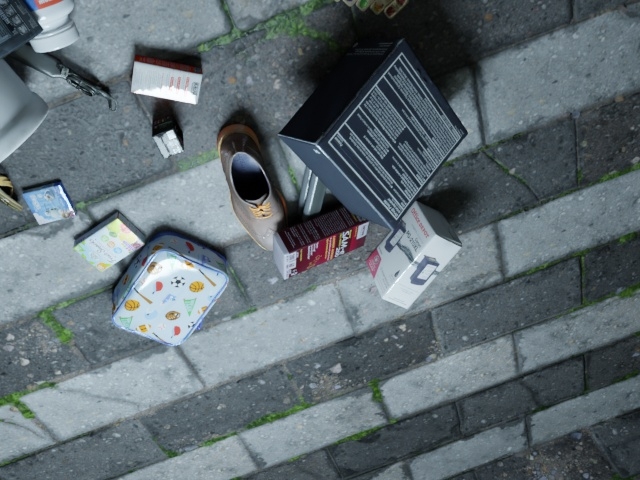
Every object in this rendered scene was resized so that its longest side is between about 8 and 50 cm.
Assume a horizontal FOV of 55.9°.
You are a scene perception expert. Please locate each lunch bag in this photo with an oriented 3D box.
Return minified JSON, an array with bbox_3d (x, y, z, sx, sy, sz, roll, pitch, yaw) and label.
[{"bbox_3d":[-0.393,0.136,1.589,0.243,0.115,0.303,26,115,-31],"label":"lunch bag"}]

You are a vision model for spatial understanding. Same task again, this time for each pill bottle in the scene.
[{"bbox_3d":[-0.530,-0.468,1.105,0.124,0.124,0.221,-16,128,-2],"label":"pill bottle"}]

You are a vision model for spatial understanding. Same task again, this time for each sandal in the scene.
[{"bbox_3d":[-0.724,-0.134,1.343,0.049,0.072,0.180,-50,131,-24],"label":"sandal"}]

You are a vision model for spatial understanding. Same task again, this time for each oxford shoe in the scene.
[{"bbox_3d":[-0.160,-0.095,1.462,0.130,0.132,0.363,-21,128,1],"label":"oxford shoe"}]

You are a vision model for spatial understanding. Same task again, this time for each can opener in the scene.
[{"bbox_3d":[-0.023,-0.169,1.480,0.093,0.074,0.280,-7,130,-21],"label":"can opener"}]

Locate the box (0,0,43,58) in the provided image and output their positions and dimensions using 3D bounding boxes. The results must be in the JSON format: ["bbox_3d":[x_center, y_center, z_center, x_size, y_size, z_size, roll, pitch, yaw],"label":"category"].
[{"bbox_3d":[-0.595,-0.400,0.977,0.059,0.183,0.232,-14,124,30],"label":"box"}]

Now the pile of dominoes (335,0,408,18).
[{"bbox_3d":[0.103,-0.571,1.240,0.251,0.040,0.195,11,122,-21],"label":"pile of dominoes"}]

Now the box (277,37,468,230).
[{"bbox_3d":[0.119,-0.236,1.340,0.294,0.183,0.296,-52,124,-10],"label":"box"}]

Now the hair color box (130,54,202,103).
[{"bbox_3d":[-0.330,-0.345,1.295,0.141,0.043,0.071,8,123,-18],"label":"hair color box"}]

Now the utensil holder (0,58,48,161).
[{"bbox_3d":[-0.745,-0.296,1.058,0.328,0.327,0.385,-28,124,7],"label":"utensil holder"}]

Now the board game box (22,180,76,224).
[{"bbox_3d":[-0.636,-0.088,1.420,0.090,0.020,0.090,-14,128,-2],"label":"board game box"}]

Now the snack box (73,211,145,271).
[{"bbox_3d":[-0.525,0.005,1.504,0.141,0.037,0.100,-31,126,10],"label":"snack box"}]

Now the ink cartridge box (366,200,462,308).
[{"bbox_3d":[0.248,0.037,1.635,0.100,0.172,0.237,24,116,-28],"label":"ink cartridge box"}]

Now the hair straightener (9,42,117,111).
[{"bbox_3d":[-0.519,-0.329,1.229,0.230,0.089,0.047,33,96,-30],"label":"hair straightener"}]

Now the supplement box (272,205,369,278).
[{"bbox_3d":[0.000,0.000,1.549,0.240,0.073,0.130,-23,153,-16],"label":"supplement box"}]

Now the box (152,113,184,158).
[{"bbox_3d":[-0.340,-0.233,1.347,0.052,0.083,0.062,-20,127,-1],"label":"box"}]
